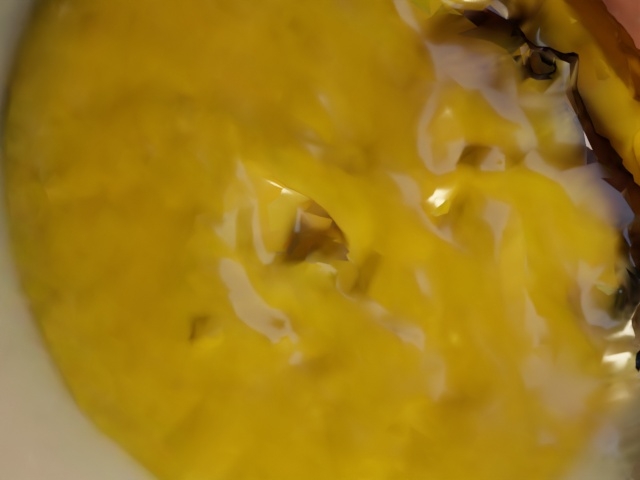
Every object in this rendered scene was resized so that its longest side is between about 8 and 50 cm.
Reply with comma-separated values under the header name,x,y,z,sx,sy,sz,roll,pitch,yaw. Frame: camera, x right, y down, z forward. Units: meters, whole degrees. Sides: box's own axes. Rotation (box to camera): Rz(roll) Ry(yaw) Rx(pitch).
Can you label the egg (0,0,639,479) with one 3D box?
name,x,y,z,sx,sy,sz,roll,pitch,yaw
egg,0.000,0.000,0.706,0.337,0.201,0.337,5,102,25
